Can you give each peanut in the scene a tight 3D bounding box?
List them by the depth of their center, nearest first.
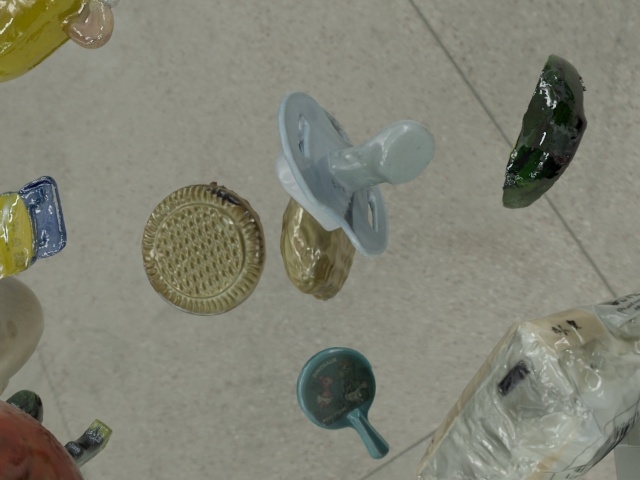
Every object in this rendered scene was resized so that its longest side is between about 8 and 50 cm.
[{"bbox_3d":[0.000,0.000,1.535,0.110,0.233,0.196,0,74,18],"label":"peanut"}]

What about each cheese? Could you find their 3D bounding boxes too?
[{"bbox_3d":[-0.387,0.012,1.041,0.270,0.069,0.176,-20,75,22],"label":"cheese"}]

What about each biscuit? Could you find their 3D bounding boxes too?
[{"bbox_3d":[-0.216,0.018,1.763,0.259,0.079,0.259,2,95,17],"label":"biscuit"}]

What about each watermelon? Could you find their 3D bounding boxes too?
[{"bbox_3d":[0.400,-0.201,1.747,0.129,0.123,0.301,-162,89,-76],"label":"watermelon"}]

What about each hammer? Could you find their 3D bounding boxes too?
[{"bbox_3d":[-0.422,0.359,1.547,0.041,0.226,0.158,37,111,11],"label":"hammer"}]

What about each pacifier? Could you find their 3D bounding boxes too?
[{"bbox_3d":[0.058,-0.116,1.340,0.207,0.279,0.227,-20,47,27],"label":"pacifier"}]

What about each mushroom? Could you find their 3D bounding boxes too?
[{"bbox_3d":[-0.694,0.223,1.844,0.362,0.362,0.294,-9,113,29],"label":"mushroom"}]

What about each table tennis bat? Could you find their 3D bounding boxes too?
[{"bbox_3d":[0.044,0.250,1.452,0.124,0.201,0.033,-36,17,-10],"label":"table tennis bat"}]

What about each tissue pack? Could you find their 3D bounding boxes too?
[{"bbox_3d":[0.339,0.233,1.355,0.195,0.376,0.390,49,128,25],"label":"tissue pack"}]

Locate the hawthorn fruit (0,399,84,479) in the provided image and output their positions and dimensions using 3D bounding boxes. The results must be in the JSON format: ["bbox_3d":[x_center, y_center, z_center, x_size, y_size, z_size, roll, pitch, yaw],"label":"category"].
[{"bbox_3d":[-0.283,0.214,0.715,0.263,0.231,0.235,-38,87,-12],"label":"hawthorn fruit"}]

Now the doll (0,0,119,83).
[{"bbox_3d":[-0.289,-0.359,1.015,0.423,0.161,0.348,-11,84,24],"label":"doll"}]

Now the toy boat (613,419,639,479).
[{"bbox_3d":[0.543,0.327,1.536,0.141,0.141,0.269,-1,74,30],"label":"toy boat"}]

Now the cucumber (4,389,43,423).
[{"bbox_3d":[-0.420,0.302,1.272,0.074,0.074,0.241,-14,43,28],"label":"cucumber"}]
